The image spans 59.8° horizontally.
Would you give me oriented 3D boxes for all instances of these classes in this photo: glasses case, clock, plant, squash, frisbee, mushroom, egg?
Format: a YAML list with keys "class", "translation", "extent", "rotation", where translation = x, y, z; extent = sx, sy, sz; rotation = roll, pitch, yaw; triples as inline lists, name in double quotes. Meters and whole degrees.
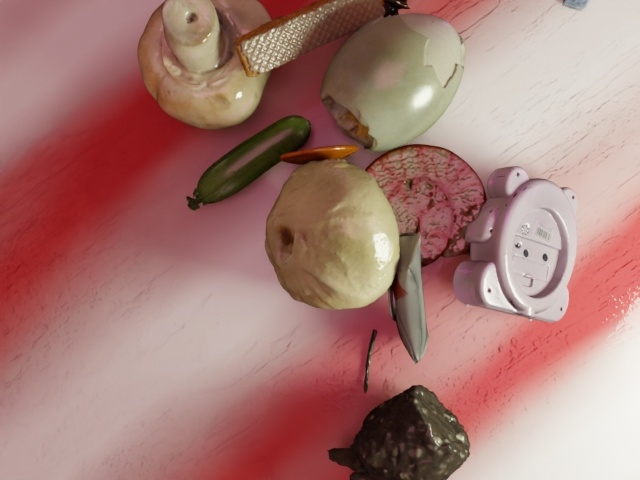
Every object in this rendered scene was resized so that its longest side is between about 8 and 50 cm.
- class: "glasses case"
  translation: [0.197, 0.139, 1.273]
  extent: [0.083, 0.128, 0.308]
  rotation: [-2, 121, 14]
- class: "clock"
  translation: [0.459, 0.013, 1.260]
  extent: [0.296, 0.113, 0.322]
  rotation: [15, 85, -28]
- class: "plant"
  translation: [0.172, 0.498, 1.291]
  extent: [0.312, 0.213, 0.215]
  rotation: [-40, 86, 14]
- class: "squash"
  translation: [-0.187, -0.198, 1.415]
  extent: [0.379, 0.101, 0.101]
  rotation: [-33, 85, 6]
- class: "frisbee"
  translation: [-0.002, -0.200, 1.344]
  extent: [0.192, 0.192, 0.035]
  rotation: [-6, 93, 7]
- class: "mushroom"
  translation: [-0.259, -0.443, 1.345]
  extent: [0.353, 0.353, 0.325]
  rotation: [-32, 117, 5]
- class: "egg"
  translation: [0.175, -0.378, 1.285]
  extent: [0.336, 0.278, 0.278]
  rotation: [-44, 84, 2]

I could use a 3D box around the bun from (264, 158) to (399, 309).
- class: "bun"
  translation: [-0.004, -0.002, 1.252]
  extent: [0.364, 0.202, 0.364]
  rotation: [17, 113, 47]

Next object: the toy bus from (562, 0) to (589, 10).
- class: "toy bus"
  translation: [0.647, -0.659, 1.337]
  extent: [0.064, 0.075, 0.190]
  rotation: [19, 90, 7]

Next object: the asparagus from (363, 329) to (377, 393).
- class: "asparagus"
  translation: [0.123, 0.306, 1.400]
  extent: [0.016, 0.016, 0.162]
  rotation: [10, 88, -12]

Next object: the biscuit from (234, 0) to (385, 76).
- class: "biscuit"
  translation: [-0.014, -0.486, 1.263]
  extent: [0.379, 0.094, 0.054]
  rotation: [-28, 40, -11]

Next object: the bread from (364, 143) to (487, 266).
- class: "bread"
  translation: [0.231, -0.080, 1.350]
  extent: [0.328, 0.114, 0.295]
  rotation: [-14, 87, 8]

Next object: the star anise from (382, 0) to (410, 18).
- class: "star anise"
  translation: [0.137, -0.610, 1.376]
  extent: [0.220, 0.126, 0.190]
  rotation: [-31, 96, 18]
